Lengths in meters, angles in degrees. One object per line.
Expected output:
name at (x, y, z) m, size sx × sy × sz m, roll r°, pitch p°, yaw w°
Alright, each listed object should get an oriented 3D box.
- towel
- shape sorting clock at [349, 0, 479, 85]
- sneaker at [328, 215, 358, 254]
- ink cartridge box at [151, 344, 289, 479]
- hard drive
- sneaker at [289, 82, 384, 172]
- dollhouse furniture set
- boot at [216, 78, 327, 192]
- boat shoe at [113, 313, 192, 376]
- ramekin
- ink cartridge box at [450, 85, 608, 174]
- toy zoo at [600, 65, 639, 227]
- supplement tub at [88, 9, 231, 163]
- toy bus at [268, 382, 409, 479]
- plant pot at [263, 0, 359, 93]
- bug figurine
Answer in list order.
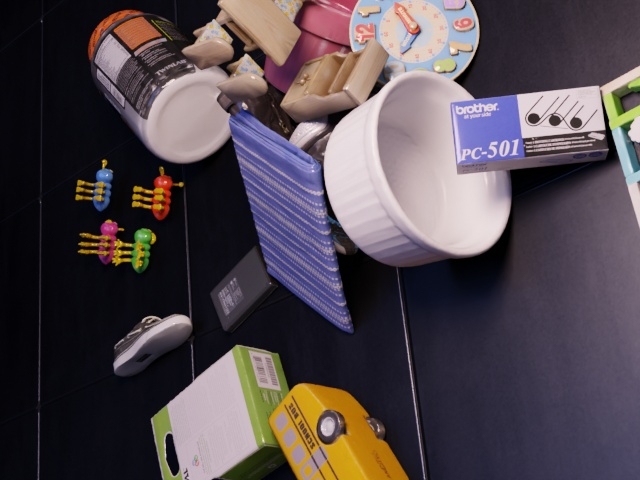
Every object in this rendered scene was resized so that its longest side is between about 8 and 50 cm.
towel at (-0.042, -0.031, 1.818) m, size 0.040 × 0.336 × 0.243 m, roll -30°, pitch 41°, yaw -22°
shape sorting clock at (0.148, -0.332, 1.802) m, size 0.206 × 0.040 × 0.206 m, roll -2°, pitch 76°, yaw 6°
sneaker at (0.000, 0.000, 1.903) m, size 0.191 × 0.071 × 0.083 m, roll 34°, pitch 107°, yaw 54°
ink cartridge box at (-0.165, 0.324, 1.928) m, size 0.255 × 0.097 × 0.189 m, roll -40°, pitch 52°, yaw 31°
hard drive at (-0.138, 0.087, 2.035) m, size 0.135 × 0.022 × 0.094 m, roll -45°, pitch 49°, yaw 25°
sneaker at (0.088, -0.193, 1.852) m, size 0.268 × 0.101 × 0.153 m, roll -42°, pitch 83°, yaw -9°
dollhouse furniture set at (-0.043, -0.305, 1.718) m, size 0.161 × 0.242 × 0.212 m, roll -8°, pitch 47°, yaw 48°
boot at (-0.061, -0.171, 1.963) m, size 0.091 × 0.263 × 0.229 m, roll -40°, pitch 83°, yaw 22°
boat shoe at (-0.325, 0.182, 2.151) m, size 0.219 × 0.078 × 0.070 m, roll -35°, pitch 55°, yaw 34°
ramekin at (0.136, -0.093, 1.649) m, size 0.135 × 0.277 × 0.277 m, roll -23°, pitch 60°, yaw 46°
ink cartridge box at (0.289, -0.153, 1.587) m, size 0.207 × 0.046 × 0.097 m, roll -6°, pitch 72°, yaw 6°
toy zoo at (0.484, -0.117, 1.474) m, size 0.192 × 0.030 × 0.293 m, roll -30°, pitch 57°, yaw 35°
supplement tub at (-0.316, -0.310, 2.217) m, size 0.207 × 0.207 × 0.338 m, roll -57°, pitch 44°, yaw 14°
toy bus at (0.050, 0.357, 1.690) m, size 0.130 × 0.108 × 0.332 m, roll -51°, pitch 47°, yaw 20°
plant pot at (-0.006, -0.342, 1.939) m, size 0.201 × 0.201 × 0.180 m, roll 52°, pitch 128°, yaw 42°
bug figurine at (-0.392, -0.049, 2.301) m, size 0.279 × 0.072 × 0.216 m, roll 9°, pitch 89°, yaw 42°
